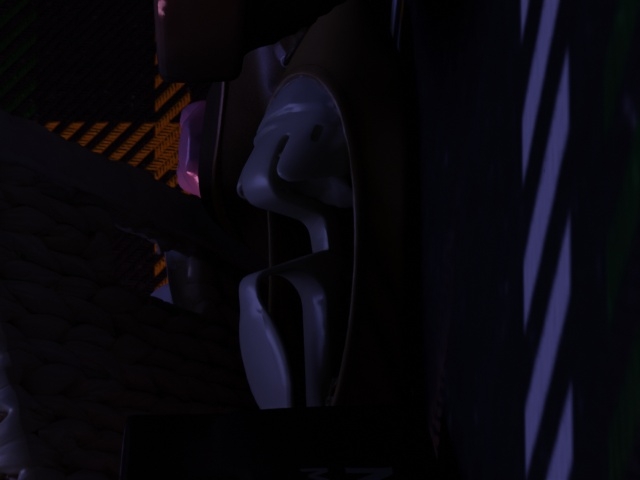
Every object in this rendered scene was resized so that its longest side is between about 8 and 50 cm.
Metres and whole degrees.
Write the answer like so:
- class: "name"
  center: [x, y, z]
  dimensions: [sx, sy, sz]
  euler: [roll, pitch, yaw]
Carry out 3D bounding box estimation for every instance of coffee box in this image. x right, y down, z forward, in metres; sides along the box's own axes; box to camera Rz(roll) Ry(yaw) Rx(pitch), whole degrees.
- class: "coffee box"
  center: [-0.013, 0.230, 0.534]
  dimensions: [0.168, 0.119, 0.297]
  euler: [-99, 9, -64]

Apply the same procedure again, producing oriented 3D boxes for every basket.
- class: "basket"
  center: [-0.201, 0.138, 0.774]
  dimensions: [0.328, 0.331, 0.266]
  euler: [29, -139, -61]

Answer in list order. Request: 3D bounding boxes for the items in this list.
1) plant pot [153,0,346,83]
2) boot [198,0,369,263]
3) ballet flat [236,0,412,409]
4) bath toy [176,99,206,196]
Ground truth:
- class: "plant pot"
  center: [-0.007, -0.176, 0.528]
  dimensions: [0.237, 0.110, 0.237]
  euler: [-179, 90, -85]
- class: "boot"
  center: [-0.004, -0.121, 0.719]
  dimensions: [0.115, 0.112, 0.305]
  euler: [-137, 40, -55]
- class: "ballet flat"
  center: [0.000, 0.000, 0.616]
  dimensions: [0.080, 0.073, 0.232]
  euler: [-19, 71, 50]
- class: "bath toy"
  center: [-0.045, -0.079, 0.975]
  dimensions: [0.129, 0.151, 0.348]
  euler: [6, 97, 42]
